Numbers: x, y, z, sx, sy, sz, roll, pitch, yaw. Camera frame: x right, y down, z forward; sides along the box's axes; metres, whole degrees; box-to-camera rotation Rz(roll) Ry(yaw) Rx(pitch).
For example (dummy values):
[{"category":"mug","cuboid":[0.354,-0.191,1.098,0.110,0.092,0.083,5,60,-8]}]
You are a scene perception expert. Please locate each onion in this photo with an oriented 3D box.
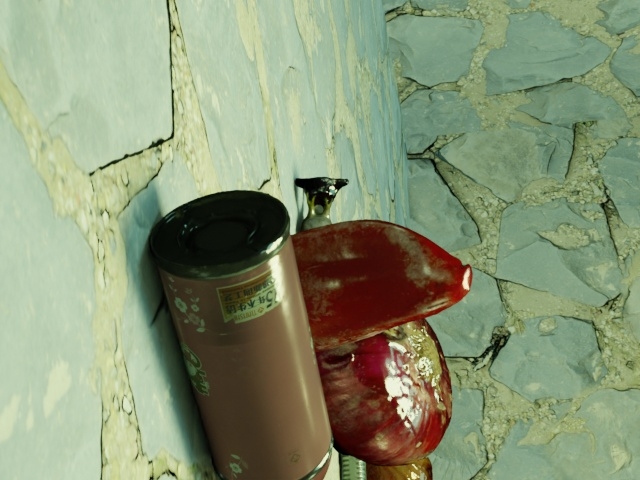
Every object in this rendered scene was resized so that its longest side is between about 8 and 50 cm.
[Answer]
[{"category":"onion","cuboid":[0.071,0.181,1.425,0.246,0.190,0.246,37,45,-50]}]

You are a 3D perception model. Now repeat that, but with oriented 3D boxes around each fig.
[{"category":"fig","cuboid":[0.109,0.376,1.870,0.201,0.133,0.146,58,-9,-25]}]

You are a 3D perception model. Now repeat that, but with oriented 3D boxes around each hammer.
[{"category":"hammer","cuboid":[0.051,0.313,1.701,0.159,0.041,0.227,58,29,-71]}]

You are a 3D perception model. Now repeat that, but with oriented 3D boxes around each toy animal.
[{"category":"toy animal","cuboid":[0.001,-0.009,1.480,0.105,0.070,0.202,108,-20,-61]}]

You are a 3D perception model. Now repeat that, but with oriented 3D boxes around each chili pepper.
[{"category":"chili pepper","cuboid":[0.055,0.040,1.235,0.136,0.252,0.144,55,33,-35]}]

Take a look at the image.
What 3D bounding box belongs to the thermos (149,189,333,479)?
[{"category":"thermos","cuboid":[-0.064,0.123,0.915,0.109,0.136,0.330,-45,136,-41]}]
